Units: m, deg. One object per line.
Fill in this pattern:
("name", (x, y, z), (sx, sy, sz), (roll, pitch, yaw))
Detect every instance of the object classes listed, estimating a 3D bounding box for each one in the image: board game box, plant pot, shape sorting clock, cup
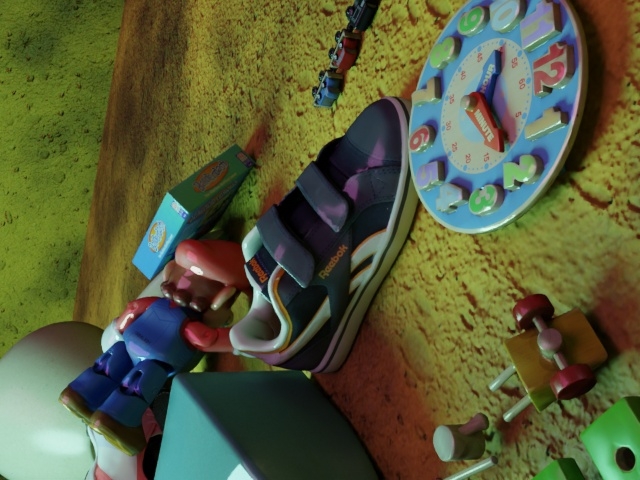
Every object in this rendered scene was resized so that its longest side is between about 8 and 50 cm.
("board game box", (-0.203, -0.043, 1.131), (0.047, 0.160, 0.210), (44, 138, 2))
("plant pot", (-0.045, 0.259, 0.731), (0.234, 0.165, 0.166), (29, 109, 54))
("shape sorting clock", (0.131, -0.108, 0.579), (0.206, 0.040, 0.206), (-22, 64, 55))
("cup", (-0.432, 0.334, 1.363), (0.236, 0.331, 0.331), (5, 88, 39))

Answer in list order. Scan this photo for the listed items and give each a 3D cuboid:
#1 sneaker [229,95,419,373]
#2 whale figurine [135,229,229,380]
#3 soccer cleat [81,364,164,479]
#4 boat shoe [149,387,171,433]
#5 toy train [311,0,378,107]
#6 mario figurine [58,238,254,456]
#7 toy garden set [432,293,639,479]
("sneaker", (0.000, 0.000, 0.736), (0.126, 0.127, 0.321), (52, 128, 56))
("whale figurine", (-0.219, 0.113, 1.162), (0.272, 0.141, 0.216), (-52, 2, 12))
("soccer cleat", (-0.266, 0.275, 1.008), (0.109, 0.116, 0.318), (61, -179, -34))
("boat shoe", (-0.178, 0.313, 1.039), (0.158, 0.127, 0.341), (-60, 42, 27))
("toy train", (0.028, -0.221, 0.845), (0.036, 0.027, 0.158), (57, 133, 38))
("mario figurine", (-0.189, 0.140, 0.987), (0.320, 0.198, 0.170), (-51, 1, -21))
("toy garden set", (0.147, 0.178, 0.483), (0.244, 0.049, 0.204), (-61, 35, 38))
